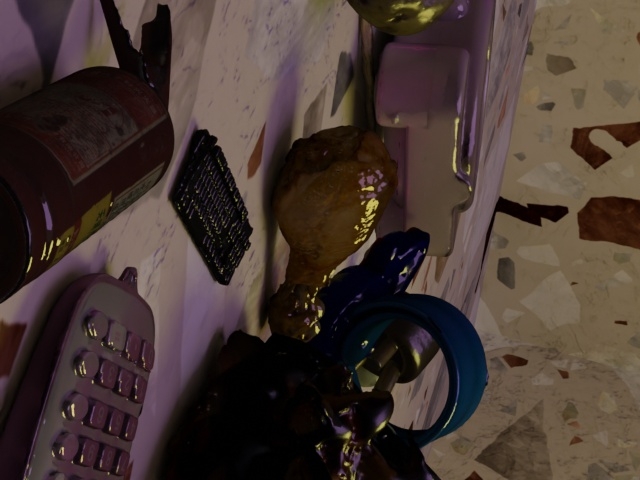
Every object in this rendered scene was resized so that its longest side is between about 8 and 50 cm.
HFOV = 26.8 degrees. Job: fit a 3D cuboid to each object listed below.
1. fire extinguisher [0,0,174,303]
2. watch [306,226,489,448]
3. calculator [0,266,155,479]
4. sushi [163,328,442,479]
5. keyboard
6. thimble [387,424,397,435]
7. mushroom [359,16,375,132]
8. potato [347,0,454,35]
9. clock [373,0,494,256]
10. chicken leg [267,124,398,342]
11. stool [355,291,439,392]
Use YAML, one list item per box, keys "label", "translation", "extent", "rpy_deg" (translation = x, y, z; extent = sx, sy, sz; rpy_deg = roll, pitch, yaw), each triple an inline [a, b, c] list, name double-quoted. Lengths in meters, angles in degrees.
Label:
- label: "fire extinguisher"
  translation: [-0.116, -0.060, 0.666]
  extent: [0.252, 0.075, 0.106]
  rpy_deg: [-49, 152, -63]
- label: "watch"
  translation: [0.082, 0.122, 1.449]
  extent: [0.171, 0.200, 0.196]
  rpy_deg: [-16, 141, -56]
- label: "calculator"
  translation: [-0.162, 0.155, 0.829]
  extent: [0.194, 0.043, 0.294]
  rpy_deg: [58, 45, -73]
- label: "sushi"
  translation: [-0.034, 0.201, 1.146]
  extent: [0.227, 0.215, 0.212]
  rpy_deg: [-45, 150, -26]
- label: "keyboard"
  translation: [-0.080, -0.020, 1.033]
  extent: [0.195, 0.018, 0.060]
  rpy_deg: [72, 38, -69]
- label: "thimble"
  translation: [0.001, 0.266, 1.360]
  extent: [0.149, 0.185, 0.211]
  rpy_deg: [-64, 160, -46]
- label: "mushroom"
  translation: [0.053, -0.163, 1.471]
  extent: [0.026, 0.028, 0.286]
  rpy_deg: [-26, 149, -14]
- label: "potato"
  translation: [0.083, -0.275, 1.199]
  extent: [0.154, 0.137, 0.200]
  rpy_deg: [-46, -174, 34]
- label: "clock"
  translation: [0.137, -0.174, 1.562]
  extent: [0.295, 0.113, 0.322]
  rpy_deg: [87, 13, -50]
- label: "chicken leg"
  translation: [-0.001, 0.002, 1.245]
  extent: [0.087, 0.107, 0.251]
  rpy_deg: [-87, -169, -52]
- label: "stool"
  translation: [0.072, 0.139, 1.723]
  extent: [0.121, 0.125, 0.217]
  rpy_deg: [-48, 175, -29]
